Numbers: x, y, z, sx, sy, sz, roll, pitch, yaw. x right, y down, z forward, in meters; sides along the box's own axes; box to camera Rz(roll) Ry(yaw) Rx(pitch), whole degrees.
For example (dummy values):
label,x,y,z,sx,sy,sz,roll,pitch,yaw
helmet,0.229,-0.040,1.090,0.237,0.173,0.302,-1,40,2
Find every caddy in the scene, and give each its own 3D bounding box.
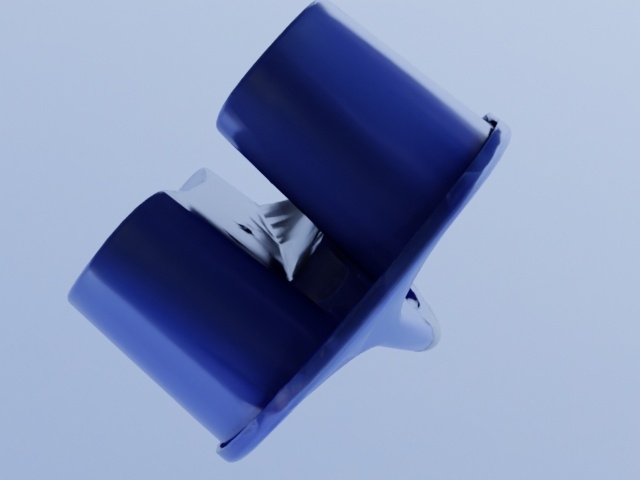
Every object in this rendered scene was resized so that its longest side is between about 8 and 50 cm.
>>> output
label,x,y,z,sx,sy,sz,roll,pitch,yaw
caddy,0.000,0.000,1.106,0.179,0.341,0.241,41,-84,-2
